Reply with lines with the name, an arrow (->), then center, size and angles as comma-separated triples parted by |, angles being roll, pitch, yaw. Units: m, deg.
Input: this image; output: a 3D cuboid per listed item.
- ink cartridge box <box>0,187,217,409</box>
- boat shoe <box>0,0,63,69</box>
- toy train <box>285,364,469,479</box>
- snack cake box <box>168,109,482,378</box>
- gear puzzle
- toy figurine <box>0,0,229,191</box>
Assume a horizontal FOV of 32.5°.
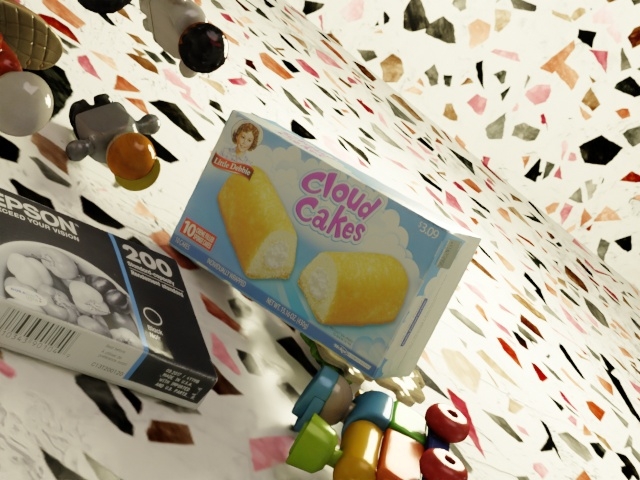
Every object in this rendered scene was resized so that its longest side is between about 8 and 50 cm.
ink cartridge box -> -0.194, 0.025, 0.876 | 0.206, 0.045, 0.208 | 26, 23, -39
boat shoe -> -0.345, -0.235, 1.126 | 0.178, 0.064, 0.060 | 24, 27, -38
toy train -> 0.034, 0.193, 0.887 | 0.143, 0.105, 0.248 | 31, 19, -1
snack cake box -> 0.000, 0.000, 1.047 | 0.264, 0.152, 0.089 | 31, 11, 28
gear puzzle -> 0.029, 0.109, 1.159 | 0.175, 0.044, 0.339 | 29, 25, -39
toy figurine -> -0.207, -0.172, 1.033 | 0.209, 0.213, 0.148 | 31, 9, -44
